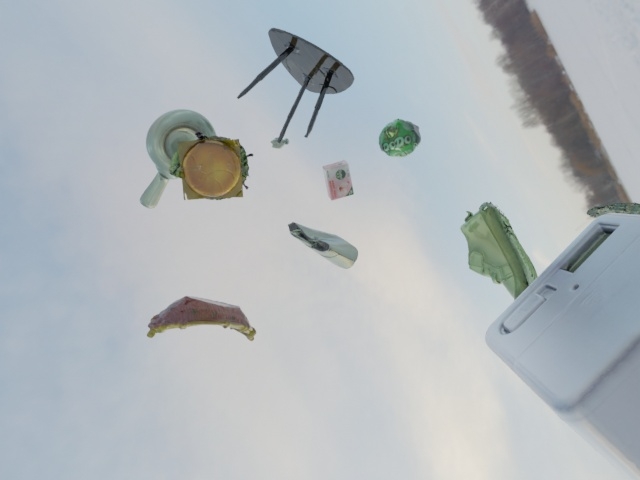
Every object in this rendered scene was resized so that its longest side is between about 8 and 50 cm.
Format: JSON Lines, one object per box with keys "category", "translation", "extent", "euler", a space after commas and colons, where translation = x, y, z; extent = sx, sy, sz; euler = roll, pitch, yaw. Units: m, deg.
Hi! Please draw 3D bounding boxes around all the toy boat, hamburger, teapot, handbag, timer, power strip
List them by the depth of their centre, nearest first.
{"category": "timer", "translation": [0.305, 0.109, 0.420], "extent": [0.195, 0.192, 0.194], "euler": [42, -175, -2]}
{"category": "hamburger", "translation": [-0.260, -0.174, 1.116], "extent": [0.189, 0.164, 0.093], "euler": [6, -164, -17]}
{"category": "toy boat", "translation": [-0.269, 0.191, 1.135], "extent": [0.318, 0.141, 0.099], "euler": [18, -94, -51]}
{"category": "teapot", "translation": [-0.456, -0.254, 1.413], "extent": [0.220, 0.318, 0.149], "euler": [58, 175, -23]}
{"category": "handbag", "translation": [0.000, 0.000, 1.845], "extent": [0.241, 0.109, 0.315], "euler": [31, 180, 41]}
{"category": "power strip", "translation": [-0.179, -0.430, 2.075], "extent": [0.035, 0.083, 0.055], "euler": [-85, -17, -54]}

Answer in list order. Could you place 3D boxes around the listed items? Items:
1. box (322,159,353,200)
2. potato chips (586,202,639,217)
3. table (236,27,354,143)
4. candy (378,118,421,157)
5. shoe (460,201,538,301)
{"category": "box", "translation": [0.062, -0.213, 1.657], "extent": [0.043, 0.089, 0.125], "euler": [-118, 12, -59]}
{"category": "potato chips", "translation": [0.833, -0.061, 1.273], "extent": [0.167, 0.059, 0.228], "euler": [26, -174, 6]}
{"category": "table", "translation": [-0.078, -0.470, 1.525], "extent": [0.317, 0.317, 0.249], "euler": [35, -100, -36]}
{"category": "candy", "translation": [0.218, -0.268, 1.183], "extent": [0.097, 0.097, 0.323], "euler": [59, -154, -6]}
{"category": "shoe", "translation": [0.419, 0.037, 1.088], "extent": [0.140, 0.128, 0.262], "euler": [1, -115, -41]}
